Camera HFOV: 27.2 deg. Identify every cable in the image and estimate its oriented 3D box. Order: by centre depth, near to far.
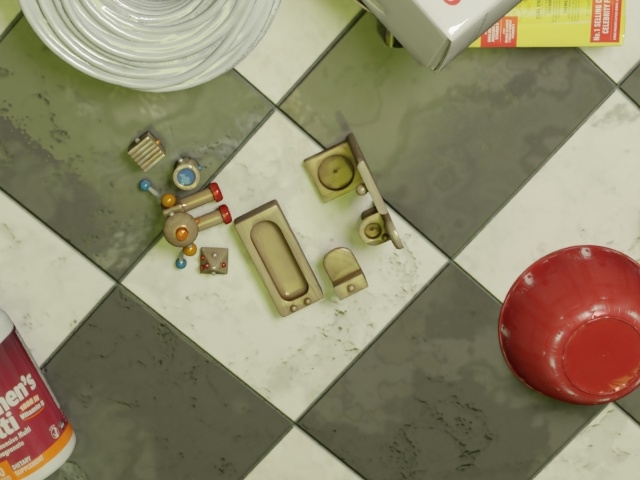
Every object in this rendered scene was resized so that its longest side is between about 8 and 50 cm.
[{"bbox_3d":[-0.157,-0.270,1.241,0.257,0.089,0.257,5,114,-7],"label":"cable"}]

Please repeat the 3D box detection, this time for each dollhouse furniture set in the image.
[{"bbox_3d":[0.000,0.000,1.327,0.151,0.123,0.144,-25,107,3],"label":"dollhouse furniture set"}]

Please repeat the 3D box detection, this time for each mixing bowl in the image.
[{"bbox_3d":[0.286,0.104,1.396,0.181,0.098,0.181,-1,106,-4],"label":"mixing bowl"}]

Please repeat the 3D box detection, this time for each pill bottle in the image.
[{"bbox_3d":[-0.350,0.143,1.345,0.121,0.121,0.221,-24,108,3],"label":"pill bottle"}]

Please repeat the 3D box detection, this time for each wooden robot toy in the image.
[{"bbox_3d":[-0.135,-0.028,1.332,0.076,0.079,0.173,-22,108,3],"label":"wooden robot toy"}]

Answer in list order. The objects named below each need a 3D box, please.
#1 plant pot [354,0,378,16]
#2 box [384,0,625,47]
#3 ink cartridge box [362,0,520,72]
[{"bbox_3d":[0.104,-0.310,1.251,0.236,0.032,0.236,0,82,-3],"label":"plant pot"},{"bbox_3d":[0.181,-0.233,1.304,0.232,0.058,0.087,0,104,-5],"label":"box"},{"bbox_3d":[0.143,-0.316,1.180,0.273,0.115,0.198,-41,87,-8],"label":"ink cartridge box"}]
